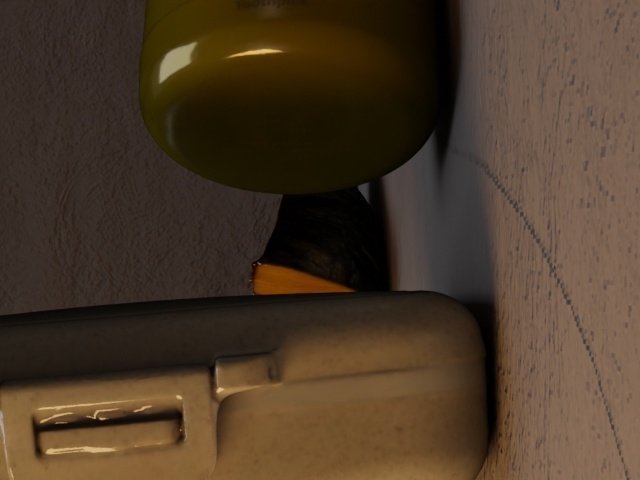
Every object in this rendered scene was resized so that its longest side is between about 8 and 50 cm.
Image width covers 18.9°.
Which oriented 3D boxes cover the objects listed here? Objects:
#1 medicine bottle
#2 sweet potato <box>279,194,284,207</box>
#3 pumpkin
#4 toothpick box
[{"bbox_3d":[-0.104,0.094,1.016,0.282,0.375,0.123,130,136,-85],"label":"medicine bottle"},{"bbox_3d":[-0.001,0.002,1.818,0.075,0.074,0.269,-119,24,-83],"label":"sweet potato"},{"bbox_3d":[0.009,-0.006,1.556,0.278,0.111,0.163,99,-178,-74],"label":"pumpkin"},{"bbox_3d":[-0.017,-0.180,1.151,0.175,0.175,0.271,94,176,-62],"label":"toothpick box"}]
